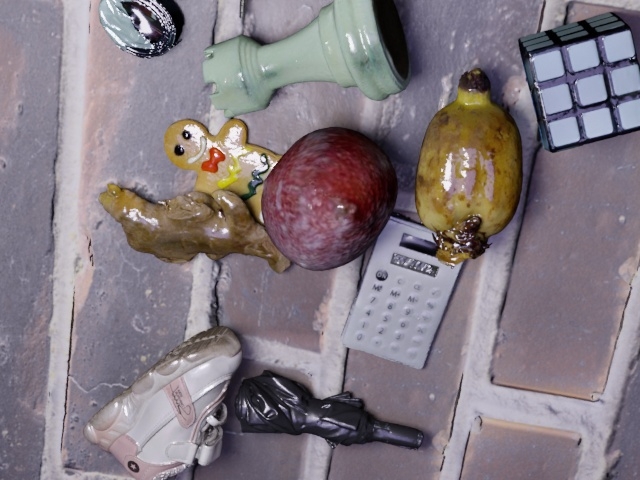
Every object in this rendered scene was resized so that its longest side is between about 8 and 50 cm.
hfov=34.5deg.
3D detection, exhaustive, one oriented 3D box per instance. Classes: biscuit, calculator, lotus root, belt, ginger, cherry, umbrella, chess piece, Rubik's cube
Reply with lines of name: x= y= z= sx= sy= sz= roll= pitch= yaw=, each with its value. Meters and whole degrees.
biscuit: x=-0.154 y=-0.125 z=1.737 sx=0.240 sy=0.035 sz=0.158 roll=25 pitch=107 yaw=-3
calculator: x=0.146 y=0.088 z=1.784 sx=0.161 sy=0.021 sz=0.261 roll=18 pitch=110 yaw=0
lotus root: x=0.239 y=-0.116 z=1.644 sx=0.169 sy=0.141 sz=0.314 roll=6 pitch=100 yaw=1
belt: x=-0.289 y=-0.355 z=1.660 sx=0.140 sy=0.058 sz=0.105 roll=34 pitch=115 yaw=-10
ginger: x=-0.214 y=-0.022 z=1.744 sx=0.333 sy=0.080 sz=0.166 roll=10 pitch=136 yaw=8
cherry: x=0.015 y=-0.066 z=1.618 sx=0.230 sy=0.300 sz=0.203 roll=-44 pitch=95 yaw=-2
umbrella: x=0.015 y=0.317 z=1.832 sx=0.340 sy=0.118 sz=0.118 roll=14 pitch=110 yaw=1
chess piece: x=-0.028 y=-0.284 z=1.600 sx=0.299 sy=0.194 sz=0.194 roll=-13 pitch=107 yaw=19
Rubik's cube: x=0.397 y=-0.242 z=1.571 sx=0.163 sy=0.162 sz=0.160 roll=-15 pitch=107 yaw=10

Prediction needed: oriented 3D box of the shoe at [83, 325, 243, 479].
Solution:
shoe: x=-0.239 y=0.301 z=1.814 sx=0.351 sy=0.172 sz=0.198 roll=-38 pitch=91 yaw=28

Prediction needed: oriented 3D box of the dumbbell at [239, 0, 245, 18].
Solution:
dumbbell: x=-0.120 y=-0.422 z=1.612 sx=0.069 sy=0.069 sz=0.147 roll=6 pitch=109 yaw=4
